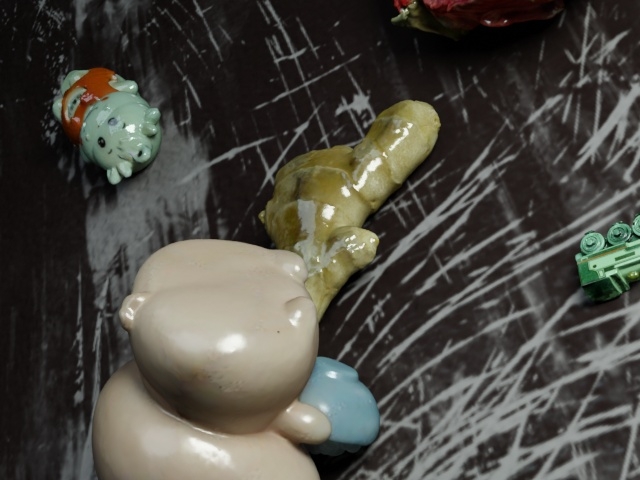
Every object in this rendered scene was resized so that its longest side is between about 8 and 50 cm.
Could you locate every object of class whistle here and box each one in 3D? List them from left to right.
[{"bbox_3d":[-0.260,-0.150,1.481,0.101,0.106,0.253,-33,39,-11],"label":"whistle"}]

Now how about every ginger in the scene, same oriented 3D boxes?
[{"bbox_3d":[0.000,0.000,1.156,0.148,0.081,0.334,13,67,23],"label":"ginger"}]

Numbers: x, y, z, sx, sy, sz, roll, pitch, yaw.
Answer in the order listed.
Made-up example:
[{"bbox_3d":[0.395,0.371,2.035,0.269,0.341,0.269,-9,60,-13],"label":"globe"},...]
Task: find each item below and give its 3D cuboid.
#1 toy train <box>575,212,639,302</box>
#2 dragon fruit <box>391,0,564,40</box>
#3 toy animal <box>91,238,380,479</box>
[{"bbox_3d":[0.243,0.012,0.968,0.083,0.033,0.053,-21,51,26],"label":"toy train"},{"bbox_3d":[0.171,-0.301,1.224,0.205,0.152,0.317,-38,45,41],"label":"dragon fruit"},{"bbox_3d":[-0.086,0.124,0.977,0.229,0.221,0.210,-26,31,0],"label":"toy animal"}]
